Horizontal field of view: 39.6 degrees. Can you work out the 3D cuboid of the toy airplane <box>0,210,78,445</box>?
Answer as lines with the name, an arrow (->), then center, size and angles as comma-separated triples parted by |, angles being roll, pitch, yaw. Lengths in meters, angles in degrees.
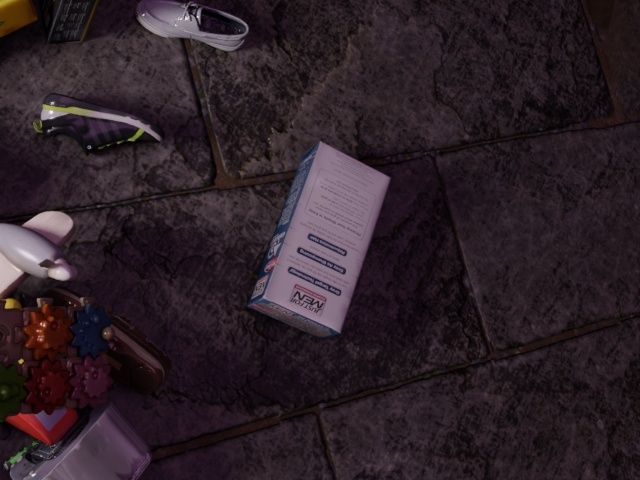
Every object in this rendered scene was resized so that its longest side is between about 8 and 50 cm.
toy airplane -> -0.566, 0.126, 1.367 | 0.384, 0.272, 0.386 | 2, 72, -21

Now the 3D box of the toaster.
toaster -> -0.385, 0.359, 1.472 | 0.227, 0.129, 0.146 | -50, 116, -30

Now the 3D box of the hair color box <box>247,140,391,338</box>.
hair color box -> 0.000, 0.000, 1.754 | 0.174, 0.105, 0.347 | 26, 67, -16

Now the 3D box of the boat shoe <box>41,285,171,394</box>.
boat shoe -> -0.375, 0.168, 1.568 | 0.257, 0.095, 0.095 | 41, 25, 0

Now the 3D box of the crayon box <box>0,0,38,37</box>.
crayon box -> -0.637, -0.426, 1.532 | 0.318, 0.081, 0.202 | -31, 73, -15

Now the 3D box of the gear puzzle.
gear puzzle -> -0.431, 0.172, 1.286 | 0.339, 0.044, 0.175 | 3, 88, -52

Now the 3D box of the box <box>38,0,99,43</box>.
box -> -0.449, -0.533, 1.568 | 0.079, 0.322, 0.257 | -11, 81, -27

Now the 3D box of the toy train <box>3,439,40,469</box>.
toy train -> -0.494, 0.357, 1.489 | 0.083, 0.024, 0.017 | -35, 92, -28

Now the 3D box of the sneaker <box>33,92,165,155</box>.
sneaker -> -0.411, -0.202, 1.653 | 0.235, 0.084, 0.097 | 14, 96, -19

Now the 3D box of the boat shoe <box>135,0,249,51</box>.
boat shoe -> -0.250, -0.442, 1.769 | 0.228, 0.081, 0.079 | 12, 72, -21
